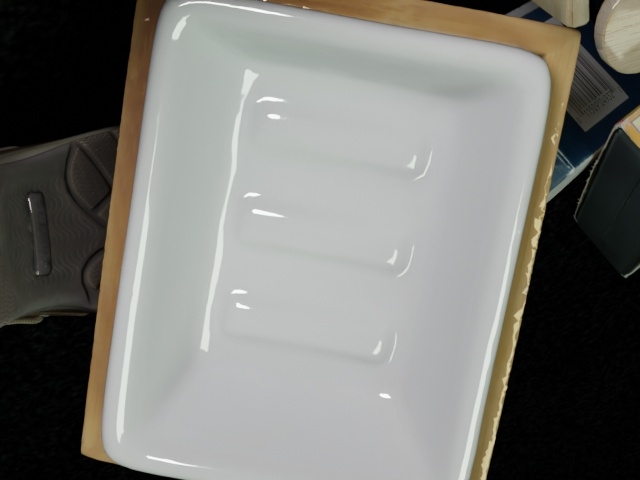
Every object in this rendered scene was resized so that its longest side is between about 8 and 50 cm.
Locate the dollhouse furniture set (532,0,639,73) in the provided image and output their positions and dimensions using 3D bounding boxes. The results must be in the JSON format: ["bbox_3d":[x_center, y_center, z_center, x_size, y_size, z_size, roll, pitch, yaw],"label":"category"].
[{"bbox_3d":[0.073,-0.207,0.714,0.161,0.212,0.242,-19,127,-18],"label":"dollhouse furniture set"}]

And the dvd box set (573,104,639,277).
[{"bbox_3d":[0.342,-0.147,1.016,0.420,0.062,0.307,-39,170,-3],"label":"dvd box set"}]

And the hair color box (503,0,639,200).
[{"bbox_3d":[0.047,-0.003,1.116,0.347,0.105,0.174,-45,174,33],"label":"hair color box"}]

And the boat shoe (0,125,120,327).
[{"bbox_3d":[-0.177,-0.006,0.992,0.116,0.123,0.324,-1,180,35],"label":"boat shoe"}]

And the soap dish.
[{"bbox_3d":[0.000,0.000,0.925,0.229,0.118,0.290,10,108,1],"label":"soap dish"}]

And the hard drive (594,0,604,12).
[{"bbox_3d":[0.257,-0.254,0.947,0.237,0.064,0.339,-25,155,0],"label":"hard drive"}]
